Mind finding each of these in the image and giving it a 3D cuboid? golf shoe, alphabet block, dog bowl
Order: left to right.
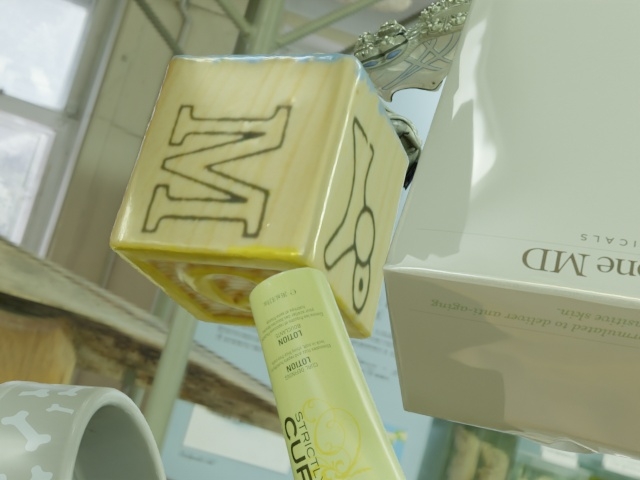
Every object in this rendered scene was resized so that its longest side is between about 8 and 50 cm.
[{"bbox_3d":[-0.232,0.301,0.898,0.102,0.349,0.349,-9,-10,7],"label":"dog bowl"},{"bbox_3d":[-0.045,-0.038,0.856,0.193,0.197,0.192,3,-25,24],"label":"alphabet block"},{"bbox_3d":[0.126,-0.205,0.995,0.176,0.069,0.086,-15,-54,26],"label":"golf shoe"}]

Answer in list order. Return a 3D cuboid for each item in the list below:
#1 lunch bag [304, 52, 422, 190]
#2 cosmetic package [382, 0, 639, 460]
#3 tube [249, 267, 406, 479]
[{"bbox_3d":[-0.008,-0.152,1.473,0.212,0.256,0.305,49,2,-42],"label":"lunch bag"},{"bbox_3d":[0.180,-0.062,0.585,0.197,0.365,0.155,7,-39,17],"label":"cosmetic package"},{"bbox_3d":[0.010,0.134,0.636,0.062,0.240,0.070,-2,-30,-29],"label":"tube"}]
